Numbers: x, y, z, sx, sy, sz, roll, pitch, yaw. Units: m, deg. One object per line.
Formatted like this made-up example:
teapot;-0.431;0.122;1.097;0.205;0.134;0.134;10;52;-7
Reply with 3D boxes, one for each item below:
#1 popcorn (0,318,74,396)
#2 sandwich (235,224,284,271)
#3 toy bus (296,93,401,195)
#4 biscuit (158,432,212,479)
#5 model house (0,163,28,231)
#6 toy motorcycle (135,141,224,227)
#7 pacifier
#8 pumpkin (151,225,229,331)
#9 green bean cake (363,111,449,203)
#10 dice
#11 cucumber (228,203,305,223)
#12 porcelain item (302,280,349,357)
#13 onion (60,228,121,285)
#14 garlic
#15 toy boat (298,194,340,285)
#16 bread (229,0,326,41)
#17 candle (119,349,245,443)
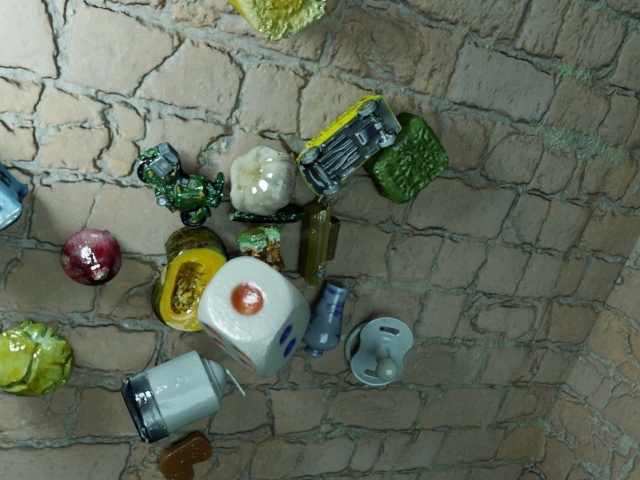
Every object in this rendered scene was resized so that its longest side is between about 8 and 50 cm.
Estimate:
popcorn;-0.804;0.337;1.711;0.221;0.184;0.204;35;102;-35
sandwich;-0.170;0.035;1.847;0.109;0.185;0.160;-21;93;-19
toy bus;0.068;-0.287;1.833;0.330;0.152;0.144;-40;119;-5
biscuit;-0.466;0.774;2.172;0.192;0.036;0.186;-31;126;-9
model house;-0.873;-0.141;1.429;0.237;0.215;0.303;-36;119;-5
toy motorcycle;-0.373;-0.163;1.704;0.187;0.125;0.275;-37;125;6
pacifier;0.215;0.418;2.212;0.238;0.226;0.287;17;106;-12
pumpkin;-0.370;0.119;1.838;0.221;0.139;0.317;12;106;-26
green bean cake;0.265;-0.254;1.957;0.248;0.125;0.222;-42;125;-1
dice;-0.189;0.218;1.766;0.243;0.259;0.251;-52;159;-21
cucumber;-0.158;-0.085;1.872;0.241;0.074;0.074;2;113;-28
porcelain item;0.016;0.271;2.099;0.141;0.141;0.259;14;100;-30
onion;-0.608;0.058;1.655;0.159;0.195;0.160;-18;126;-26
garlic;-0.141;-0.162;1.781;0.219;0.218;0.212;-54;148;7
toy boat;0.000;0.000;1.978;0.115;0.089;0.310;-7;117;-25
bread;-0.133;-0.609;1.557;0.262;0.204;0.163;8;122;-32
candle;-0.436;0.473;1.933;0.342;0.221;0.221;-23;122;-18
